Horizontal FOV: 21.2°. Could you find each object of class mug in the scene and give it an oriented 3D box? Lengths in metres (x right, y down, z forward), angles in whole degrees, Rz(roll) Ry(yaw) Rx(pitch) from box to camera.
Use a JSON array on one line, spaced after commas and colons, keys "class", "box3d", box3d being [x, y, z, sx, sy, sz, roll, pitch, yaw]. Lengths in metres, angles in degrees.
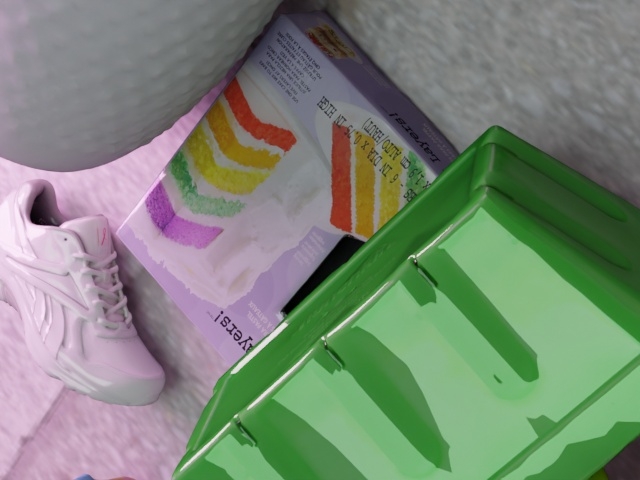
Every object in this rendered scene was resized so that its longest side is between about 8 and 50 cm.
[{"class": "mug", "box3d": [-0.174, -0.257, 1.304, 0.328, 0.276, 0.374, -56, 38, 31]}]

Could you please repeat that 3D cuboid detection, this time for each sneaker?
[{"class": "sneaker", "box3d": [-0.204, 0.038, 1.436, 0.232, 0.090, 0.115, 45, 112, 18]}]

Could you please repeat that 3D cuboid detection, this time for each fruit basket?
[{"class": "fruit basket", "box3d": [0.135, 0.166, 1.136, 0.392, 0.283, 0.392, 3, 110, 7]}]

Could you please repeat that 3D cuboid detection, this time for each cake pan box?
[{"class": "cake pan box", "box3d": [0.000, 0.000, 1.322, 0.267, 0.070, 0.246, 49, 119, 16]}]

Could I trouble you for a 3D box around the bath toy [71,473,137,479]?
[{"class": "bath toy", "box3d": [-0.279, 0.329, 1.492, 0.348, 0.129, 0.151, -38, 43, 28]}]
